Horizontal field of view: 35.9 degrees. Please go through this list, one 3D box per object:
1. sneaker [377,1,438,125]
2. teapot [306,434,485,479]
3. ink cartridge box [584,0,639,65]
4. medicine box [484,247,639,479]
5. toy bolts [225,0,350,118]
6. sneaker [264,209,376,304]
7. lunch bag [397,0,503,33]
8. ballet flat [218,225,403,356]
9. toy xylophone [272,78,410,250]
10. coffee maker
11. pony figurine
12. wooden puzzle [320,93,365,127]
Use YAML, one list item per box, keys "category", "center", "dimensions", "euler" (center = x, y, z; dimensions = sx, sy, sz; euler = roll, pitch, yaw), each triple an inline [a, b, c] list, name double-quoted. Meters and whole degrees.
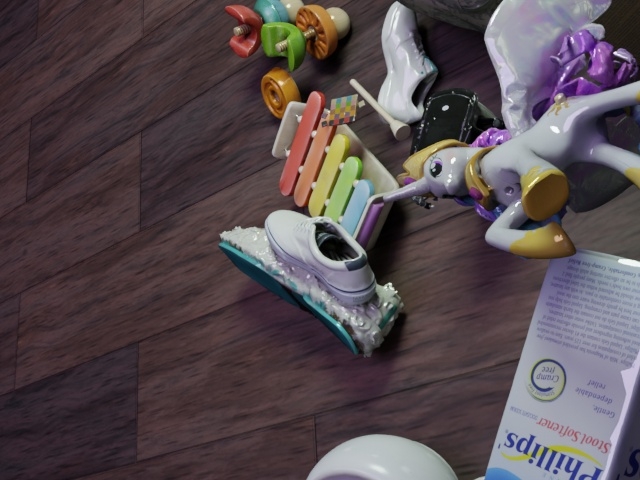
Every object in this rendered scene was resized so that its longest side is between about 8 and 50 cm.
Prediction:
- category: "sneaker"
  center: [0.155, -0.296, 1.641]
  dimensions: [0.094, 0.080, 0.212]
  euler: [2, 88, 41]
- category: "teapot"
  center: [0.113, 0.369, 1.378]
  dimensions: [0.256, 0.187, 0.252]
  euler: [38, 126, 19]
- category: "ink cartridge box"
  center: [0.397, -0.323, 1.246]
  dimensions: [0.234, 0.193, 0.088]
  euler: [129, 142, -61]
- category: "medicine box"
  center: [0.354, 0.182, 1.122]
  dimensions: [0.149, 0.263, 0.289]
  euler: [15, 87, 48]
- category: "toy bolts"
  center: [-0.053, -0.369, 1.868]
  dimensions: [0.228, 0.158, 0.218]
  euler: [42, 148, 35]
- category: "sneaker"
  center: [0.000, 0.000, 1.557]
  dimensions: [0.258, 0.094, 0.091]
  euler: [35, 140, 42]
- category: "lunch bag"
  center: [0.217, -0.426, 1.484]
  dimensions: [0.212, 0.256, 0.305]
  euler: [-49, 45, -7]
- category: "ballet flat"
  center: [-0.011, 0.060, 1.666]
  dimensions: [0.409, 0.147, 0.147]
  euler: [33, 100, 44]
- category: "toy xylophone"
  center: [0.035, -0.136, 1.659]
  dimensions: [0.323, 0.081, 0.236]
  euler: [44, 127, 47]
- category: "coffee maker"
  center: [0.219, -0.112, 1.427]
  dimensions: [0.171, 0.178, 0.120]
  euler: [-58, 42, 10]
- category: "pony figurine"
  center: [0.265, -0.120, 1.085]
  dimensions: [0.351, 0.303, 0.363]
  euler: [-35, 19, -10]
- category: "wooden puzzle"
  center: [0.037, -0.212, 1.616]
  dimensions: [0.083, 0.006, 0.049]
  euler: [-6, 66, 32]
